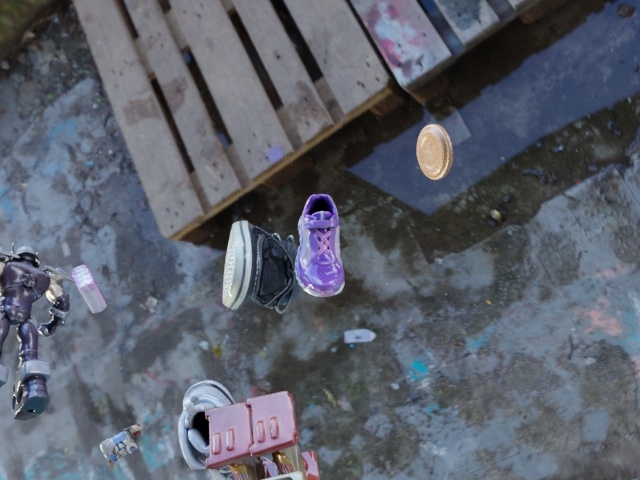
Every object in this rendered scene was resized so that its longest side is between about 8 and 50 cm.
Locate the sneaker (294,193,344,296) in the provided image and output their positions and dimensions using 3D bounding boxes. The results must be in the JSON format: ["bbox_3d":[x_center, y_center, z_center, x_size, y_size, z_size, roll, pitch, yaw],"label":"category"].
[{"bbox_3d":[0.000,0.000,1.329,0.095,0.104,0.236,2,49,-8],"label":"sneaker"}]

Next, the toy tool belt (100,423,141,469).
[{"bbox_3d":[-0.357,0.378,1.242,0.083,0.052,0.051,-31,68,-2],"label":"toy tool belt"}]

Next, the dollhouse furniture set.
[{"bbox_3d":[-0.079,0.445,1.069,0.152,0.201,0.374,-15,36,2],"label":"dollhouse furniture set"}]

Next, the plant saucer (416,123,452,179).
[{"bbox_3d":[0.168,-0.133,1.022,0.083,0.013,0.083,32,127,57],"label":"plant saucer"}]

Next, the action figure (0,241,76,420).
[{"bbox_3d":[-0.463,0.121,1.021,0.099,0.185,0.284,-40,45,38],"label":"action figure"}]

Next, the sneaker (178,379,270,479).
[{"bbox_3d":[-0.186,0.464,1.402,0.137,0.210,0.365,-29,84,-5],"label":"sneaker"}]

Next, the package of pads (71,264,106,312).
[{"bbox_3d":[-0.411,0.087,1.212,0.032,0.083,0.050,-24,54,-15],"label":"package of pads"}]

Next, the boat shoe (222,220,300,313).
[{"bbox_3d":[-0.119,0.062,1.497,0.156,0.500,0.186,7,86,2],"label":"boat shoe"}]
